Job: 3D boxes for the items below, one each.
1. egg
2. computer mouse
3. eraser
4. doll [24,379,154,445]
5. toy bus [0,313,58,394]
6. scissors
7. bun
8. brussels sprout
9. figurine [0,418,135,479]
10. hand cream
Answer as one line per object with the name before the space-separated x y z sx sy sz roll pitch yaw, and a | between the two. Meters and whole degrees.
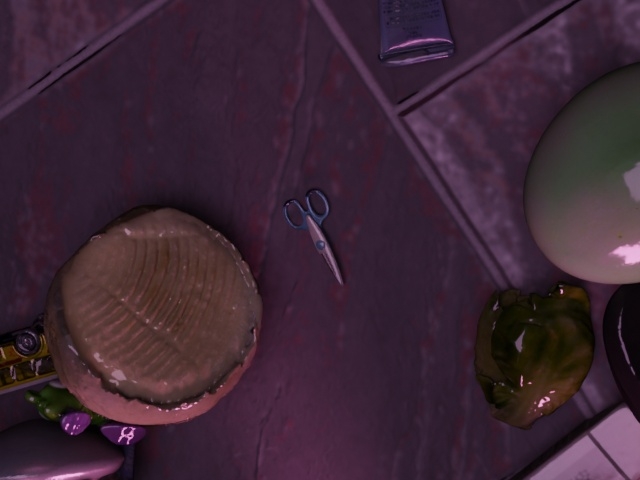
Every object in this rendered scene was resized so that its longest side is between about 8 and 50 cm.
egg | 0.340 -0.070 1.759 0.269 0.220 0.220 -35 92 14
computer mouse | 0.405 0.154 1.850 0.137 0.086 0.270 -38 96 -12
eraser | 0.250 0.315 1.938 0.352 0.061 0.089 -41 91 15
doll | -0.265 0.198 1.967 0.190 0.115 0.050 12 112 -36
toy bus | -0.380 0.144 2.031 0.226 0.081 0.074 -17 102 11
scissors | 0.000 0.000 1.952 0.058 0.014 0.119 -24 92 20
bun | -0.197 0.097 1.930 0.259 0.152 0.259 5 73 -17
brussels sprout | 0.247 0.132 1.889 0.139 0.100 0.181 11 93 -10
figurine | -0.358 0.391 2.006 0.205 0.224 0.382 28 114 39
hand cream | 0.088 -0.323 1.850 0.088 0.055 0.256 -9 101 6
